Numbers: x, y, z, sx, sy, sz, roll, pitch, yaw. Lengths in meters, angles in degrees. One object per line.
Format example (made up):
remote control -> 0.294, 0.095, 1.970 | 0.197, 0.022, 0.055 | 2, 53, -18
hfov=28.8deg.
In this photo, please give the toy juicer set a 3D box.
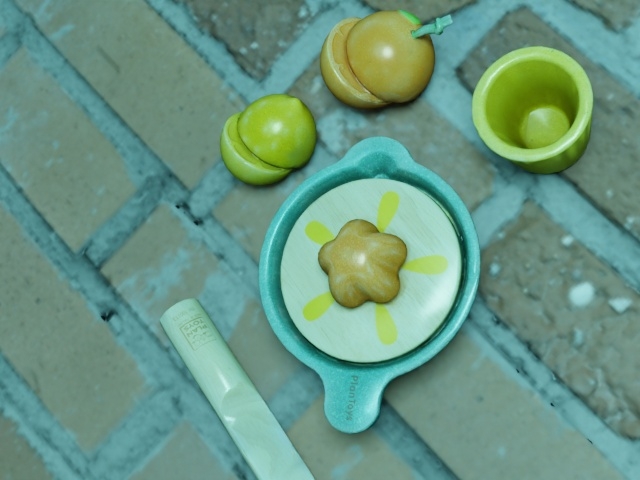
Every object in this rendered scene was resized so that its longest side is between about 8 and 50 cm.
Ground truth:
toy juicer set -> 0.000, 0.000, 0.749 | 0.209, 0.089, 0.329 | 32, 90, 23
